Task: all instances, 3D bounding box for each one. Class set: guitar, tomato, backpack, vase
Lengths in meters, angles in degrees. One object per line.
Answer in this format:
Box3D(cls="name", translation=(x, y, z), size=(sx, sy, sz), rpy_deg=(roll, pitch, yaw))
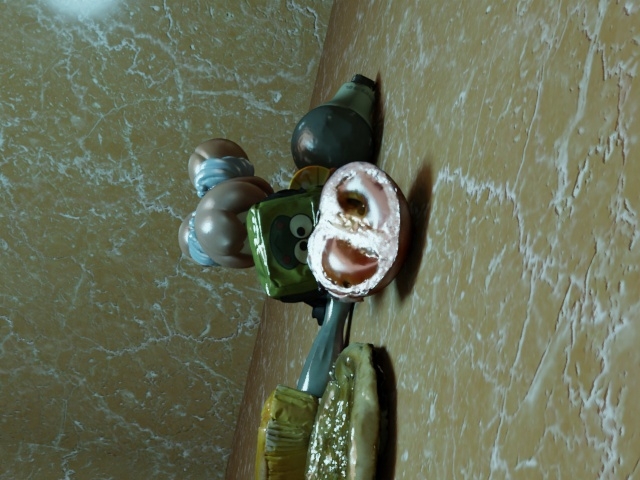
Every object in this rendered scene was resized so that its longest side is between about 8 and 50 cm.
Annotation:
Box3D(cls="guitar", translation=(-0.011, 0.128, 1.666), size=(0.271, 0.038, 0.084), rpy_deg=(37, -116, -67))
Box3D(cls="tomato", translation=(0.085, -0.008, 1.301), size=(0.199, 0.112, 0.228), rpy_deg=(26, 103, 45))
Box3D(cls="backpack", translation=(0.000, 0.000, 1.437), size=(0.140, 0.253, 0.207), rpy_deg=(113, 145, -83))
Box3D(cls="vase", translation=(0.016, 0.219, 1.638), size=(0.086, 0.086, 0.214), rpy_deg=(141, 143, -77))

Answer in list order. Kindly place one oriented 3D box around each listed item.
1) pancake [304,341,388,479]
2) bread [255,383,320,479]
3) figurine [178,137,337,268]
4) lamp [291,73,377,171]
Box3D(cls="pancake", translation=(0.039, 0.351, 1.330), size=(0.382, 0.071, 0.383), rpy_deg=(-169, 90, -81))
Box3D(cls="bread", translation=(-0.066, 0.428, 1.599), size=(0.153, 0.119, 0.288), rpy_deg=(-78, -8, -50))
Box3D(cls="figurine", translation=(-0.092, -0.040, 1.614), size=(0.248, 0.387, 0.277), rpy_deg=(-101, 21, -73))
Box3D(cls="lamp", translation=(0.067, -0.252, 1.763), size=(0.314, 0.182, 0.182), rpy_deg=(-48, -7, -26))
